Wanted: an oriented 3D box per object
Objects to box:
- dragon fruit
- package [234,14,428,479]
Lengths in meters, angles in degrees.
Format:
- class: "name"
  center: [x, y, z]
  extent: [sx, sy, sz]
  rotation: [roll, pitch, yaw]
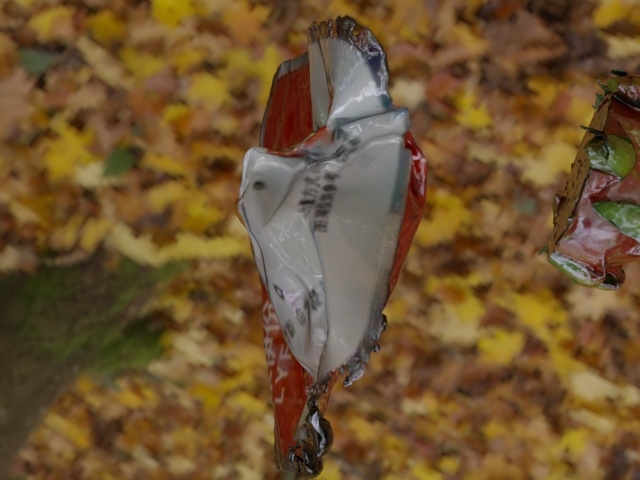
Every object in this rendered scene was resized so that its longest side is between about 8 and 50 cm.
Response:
- class: "dragon fruit"
  center: [0.198, -0.032, 1.179]
  extent: [0.175, 0.138, 0.142]
  rotation: [19, -162, -26]
- class: "package"
  center: [0.000, 0.000, 0.755]
  extent: [0.071, 0.194, 0.269]
  rotation: [10, 172, -2]
